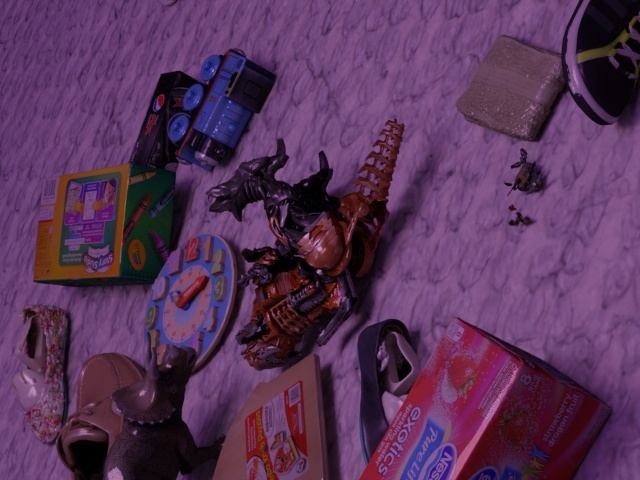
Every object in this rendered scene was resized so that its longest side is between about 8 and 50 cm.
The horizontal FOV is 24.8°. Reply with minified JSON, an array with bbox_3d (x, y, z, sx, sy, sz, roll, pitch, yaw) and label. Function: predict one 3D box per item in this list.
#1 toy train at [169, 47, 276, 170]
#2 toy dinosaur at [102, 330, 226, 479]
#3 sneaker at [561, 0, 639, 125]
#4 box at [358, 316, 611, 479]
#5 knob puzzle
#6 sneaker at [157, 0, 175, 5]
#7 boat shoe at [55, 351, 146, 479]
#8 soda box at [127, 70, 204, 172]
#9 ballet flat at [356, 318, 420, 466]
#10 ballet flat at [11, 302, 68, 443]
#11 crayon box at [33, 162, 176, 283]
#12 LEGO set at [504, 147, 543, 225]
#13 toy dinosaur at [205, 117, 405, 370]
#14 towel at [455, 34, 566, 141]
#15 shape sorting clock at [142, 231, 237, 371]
[{"bbox_3d":[-0.144,-0.185,2.068,0.105,0.080,0.184,28,91,51],"label":"toy train"},{"bbox_3d":[-0.207,0.284,1.750,0.121,0.160,0.313,-11,58,51],"label":"toy dinosaur"},{"bbox_3d":[0.313,-0.231,1.464,0.097,0.084,0.234,-9,60,50],"label":"sneaker"},{"bbox_3d":[0.134,0.220,1.355,0.256,0.128,0.123,-60,33,4],"label":"box"},{"bbox_3d":[-0.056,0.249,1.686,0.213,0.030,0.213,-32,45,38],"label":"knob puzzle"},{"bbox_3d":[-0.223,-0.477,2.354,0.236,0.105,0.095,-33,42,36],"label":"sneaker"},{"bbox_3d":[-0.283,0.261,1.915,0.121,0.110,0.341,-50,36,20],"label":"boat shoe"},{"bbox_3d":[-0.234,-0.169,2.199,0.060,0.053,0.168,1,69,53],"label":"soda box"},{"bbox_3d":[0.077,0.164,1.529,0.074,0.074,0.203,-38,38,33],"label":"ballet flat"},{"bbox_3d":[-0.428,0.195,2.192,0.091,0.077,0.241,-39,41,31],"label":"ballet flat"},{"bbox_3d":[-0.325,-0.018,2.160,0.278,0.081,0.165,-4,79,53],"label":"crayon box"},{"bbox_3d":[0.217,-0.054,1.536,0.054,0.023,0.083,19,96,59],"label":"LEGO set"},{"bbox_3d":[0.000,0.000,1.721,0.322,0.164,0.218,-41,50,1],"label":"toy dinosaur"},{"bbox_3d":[0.212,-0.170,1.612,0.110,0.027,0.148,-62,33,4],"label":"towel"},{"bbox_3d":[-0.180,0.086,1.960,0.206,0.040,0.206,-33,43,38],"label":"shape sorting clock"}]
